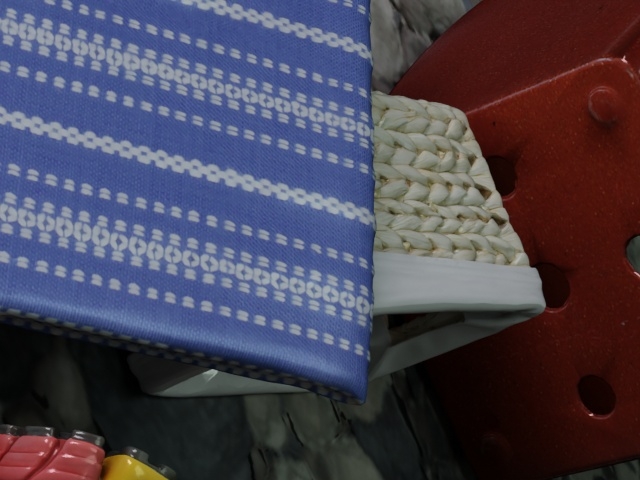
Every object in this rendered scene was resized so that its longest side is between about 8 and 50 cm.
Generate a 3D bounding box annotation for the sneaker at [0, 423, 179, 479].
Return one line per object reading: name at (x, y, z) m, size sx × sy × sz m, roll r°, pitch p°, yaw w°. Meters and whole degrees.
sneaker at (-0.052, 0.151, 0.684) m, size 0.225 × 0.088 × 0.093 m, roll 42°, pitch 60°, yaw -38°

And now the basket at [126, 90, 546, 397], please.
basket at (0.000, 0.000, 0.814) m, size 0.167 × 0.113 × 0.103 m, roll 3°, pitch 67°, yaw -57°

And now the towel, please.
towel at (-0.093, -0.112, 0.716) m, size 0.243 × 0.040 × 0.336 m, roll 14°, pitch 57°, yaw -22°

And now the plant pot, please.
plant pot at (0.172, -0.015, 0.980) m, size 0.235 × 0.267 × 0.267 m, roll -30°, pitch 97°, yaw -47°
